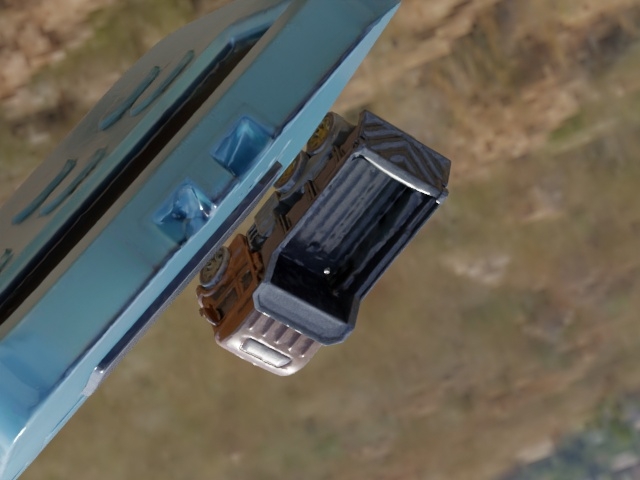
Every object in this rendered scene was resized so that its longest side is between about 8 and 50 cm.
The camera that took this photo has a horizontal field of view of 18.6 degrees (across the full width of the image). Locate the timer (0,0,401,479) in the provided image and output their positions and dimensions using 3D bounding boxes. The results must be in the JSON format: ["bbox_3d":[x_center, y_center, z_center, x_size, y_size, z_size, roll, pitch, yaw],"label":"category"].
[{"bbox_3d":[-0.084,-0.012,0.805,0.232,0.091,0.250,-49,-176,-19],"label":"timer"}]

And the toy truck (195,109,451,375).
[{"bbox_3d":[0.000,0.000,1.297,0.083,0.092,0.192,29,112,-26],"label":"toy truck"}]
